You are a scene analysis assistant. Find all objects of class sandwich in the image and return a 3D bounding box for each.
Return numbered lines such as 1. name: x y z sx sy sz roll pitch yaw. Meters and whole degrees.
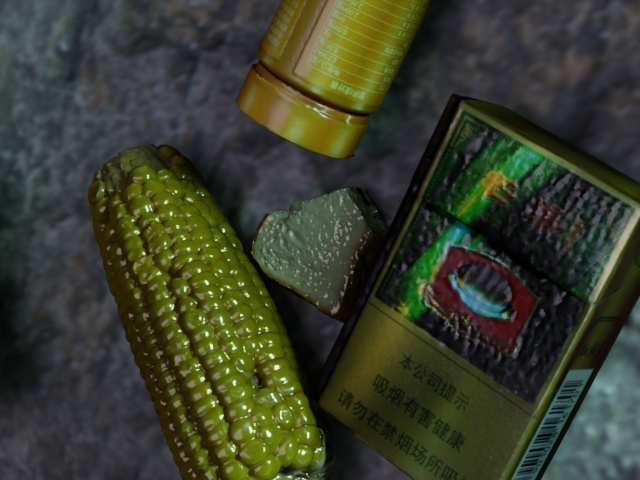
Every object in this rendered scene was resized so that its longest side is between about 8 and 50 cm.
1. sandwich: 0.000 0.000 1.130 0.105 0.036 0.093 26 103 34

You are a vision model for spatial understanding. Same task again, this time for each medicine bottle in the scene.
1. medicine bottle: 0.023 -0.160 1.086 0.096 0.096 0.191 35 108 31

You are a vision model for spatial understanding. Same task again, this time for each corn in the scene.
1. corn: -0.080 0.071 1.138 0.119 0.119 0.321 -38 61 27

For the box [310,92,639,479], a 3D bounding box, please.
1. box: 0.111 0.046 1.030 0.159 0.071 0.240 34 107 34
